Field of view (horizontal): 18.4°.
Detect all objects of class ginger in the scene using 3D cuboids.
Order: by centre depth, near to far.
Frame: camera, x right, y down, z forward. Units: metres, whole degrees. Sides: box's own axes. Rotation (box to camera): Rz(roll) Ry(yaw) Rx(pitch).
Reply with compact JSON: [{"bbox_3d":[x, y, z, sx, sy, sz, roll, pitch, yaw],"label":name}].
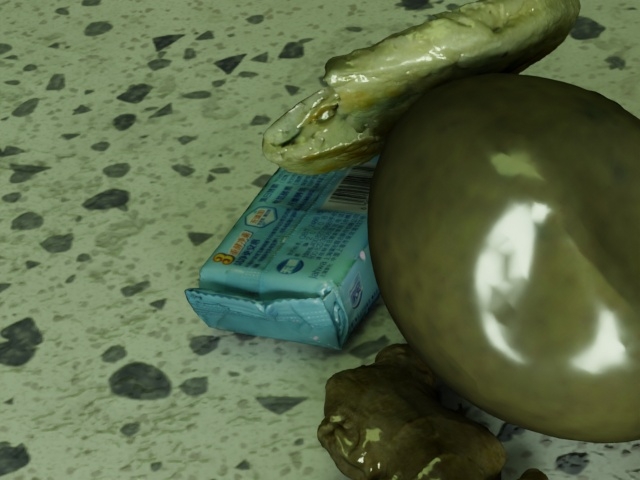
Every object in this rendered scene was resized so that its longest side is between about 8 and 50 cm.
[{"bbox_3d":[0.091,0.180,1.627,0.166,0.080,0.333,-12,32,-14],"label":"ginger"}]

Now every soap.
[{"bbox_3d":[0.000,0.000,1.899,0.156,0.077,0.293,9,38,25],"label":"soap"}]

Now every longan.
[{"bbox_3d":[0.187,0.020,1.644,0.288,0.288,0.350,-35,76,-32],"label":"longan"}]

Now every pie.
[{"bbox_3d":[0.104,-0.152,1.807,0.337,0.075,0.337,-25,-6,-3],"label":"pie"}]

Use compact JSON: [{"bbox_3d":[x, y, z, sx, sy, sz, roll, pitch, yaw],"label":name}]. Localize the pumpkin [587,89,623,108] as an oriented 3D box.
[{"bbox_3d":[0.203,-0.074,1.877,0.211,0.152,0.211,-20,7,3],"label":"pumpkin"}]
